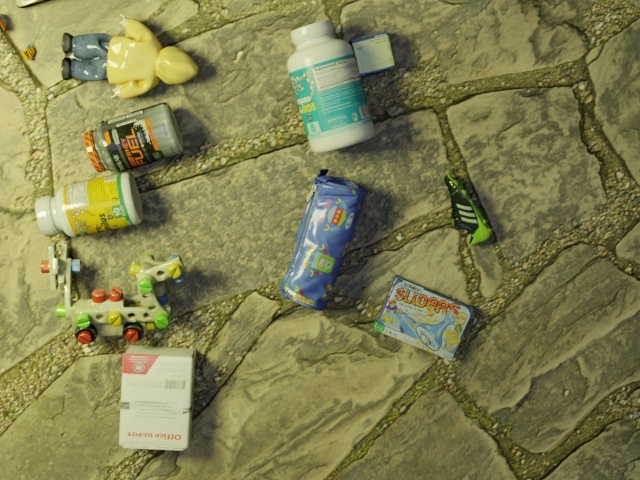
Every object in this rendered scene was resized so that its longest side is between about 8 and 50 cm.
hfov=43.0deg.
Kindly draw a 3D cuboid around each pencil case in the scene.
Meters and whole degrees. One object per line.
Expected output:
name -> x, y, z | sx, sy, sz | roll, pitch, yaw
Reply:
pencil case -> 0.000, 0.000, 1.800 | 0.133, 0.119, 0.306 | 15, 98, -30

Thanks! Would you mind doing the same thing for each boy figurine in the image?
boy figurine -> -0.403, -0.390, 1.731 | 0.285, 0.092, 0.177 | 2, 98, -5

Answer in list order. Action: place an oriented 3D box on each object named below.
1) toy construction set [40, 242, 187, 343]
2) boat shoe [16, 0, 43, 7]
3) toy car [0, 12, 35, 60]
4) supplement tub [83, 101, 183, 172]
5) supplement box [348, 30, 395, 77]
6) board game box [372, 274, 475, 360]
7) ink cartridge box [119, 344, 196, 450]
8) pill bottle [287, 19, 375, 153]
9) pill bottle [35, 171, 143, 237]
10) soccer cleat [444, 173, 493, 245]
toy construction set -> -0.455, 0.112, 1.774 | 0.327, 0.151, 0.215 | 7, 123, 3
boat shoe -> -0.584, -0.531, 1.718 | 0.135, 0.050, 0.045 | -17, 105, -1
toy car -> -0.668, -0.439, 1.743 | 0.122, 0.060, 0.041 | 52, 48, -25
supplement tub -> -0.401, -0.216, 1.744 | 0.190, 0.117, 0.117 | -18, 99, -1
supplement box -> 0.113, -0.406, 1.779 | 0.083, 0.056, 0.083 | -15, 100, -1
board game box -> 0.239, 0.180, 1.887 | 0.201, 0.035, 0.136 | 22, 97, -7
ink cartridge box -> -0.369, 0.357, 1.847 | 0.158, 0.092, 0.218 | 4, 97, -4
pill bottle -> 0.016, -0.329, 1.740 | 0.146, 0.146, 0.264 | -17, 99, -1
pill bottle -> -0.501, -0.072, 1.759 | 0.208, 0.117, 0.118 | -12, 99, -2
soccer cleat -> 0.322, -0.068, 1.846 | 0.072, 0.060, 0.179 | -32, 100, 14
